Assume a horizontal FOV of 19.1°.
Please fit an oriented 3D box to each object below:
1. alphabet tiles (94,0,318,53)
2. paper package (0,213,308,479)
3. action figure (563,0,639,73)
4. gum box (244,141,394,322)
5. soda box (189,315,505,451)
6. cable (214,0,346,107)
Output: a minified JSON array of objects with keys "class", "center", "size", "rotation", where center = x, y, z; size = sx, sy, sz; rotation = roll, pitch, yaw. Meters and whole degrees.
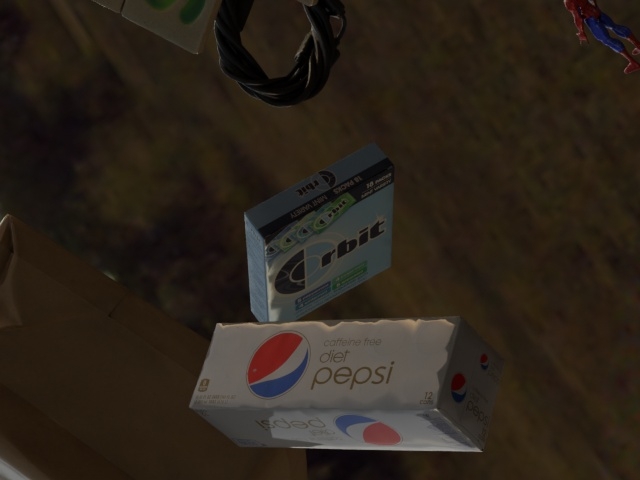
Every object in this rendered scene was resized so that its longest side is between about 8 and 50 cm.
[{"class":"alphabet tiles","center":[-0.118,-0.285,1.104],"size":[0.342,0.285,0.011],"rotation":[29,-158,17]},{"class":"paper package","center":[-0.174,0.171,1.586],"size":[0.309,0.168,0.325],"rotation":[31,162,12]},{"class":"action figure","center":[0.246,-0.197,1.704],"size":[0.115,0.038,0.030],"rotation":[43,152,-25]},{"class":"gum box","center":[0.000,0.000,1.938],"size":[0.041,0.157,0.184],"rotation":[52,161,27]},{"class":"soda box","center":[0.017,0.102,1.338],"size":[0.216,0.074,0.069],"rotation":[-3,148,36]},{"class":"cable","center":[-0.041,-0.207,1.775],"size":[0.047,0.184,0.151],"rotation":[-14,116,37]}]
